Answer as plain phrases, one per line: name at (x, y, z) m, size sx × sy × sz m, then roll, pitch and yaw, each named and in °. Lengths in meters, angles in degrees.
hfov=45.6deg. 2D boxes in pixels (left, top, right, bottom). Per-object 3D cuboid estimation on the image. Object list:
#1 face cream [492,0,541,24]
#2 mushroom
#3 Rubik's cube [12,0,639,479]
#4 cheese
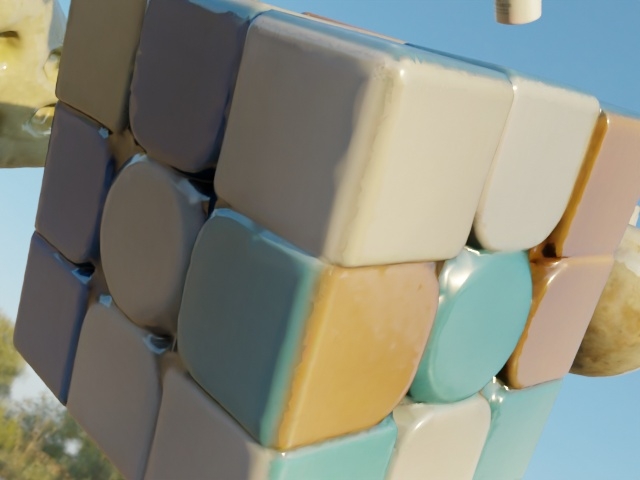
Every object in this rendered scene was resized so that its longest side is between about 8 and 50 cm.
face cream at (0.379, -0.604, 1.485) m, size 0.102 × 0.102 × 0.345 m, roll 13°, pitch -51°, yaw 36°
mushroom at (0.437, 0.062, 1.217) m, size 0.297 × 0.290 × 0.297 m, roll 23°, pitch -38°, yaw 20°
Rubik's cube at (0.000, 0.000, 0.619) m, size 0.344 × 0.346 × 0.347 m, roll 0°, pitch 21°, yaw -46°
cheese at (-0.389, -0.239, 1.022) m, size 0.129 × 0.351 × 0.328 m, roll 49°, pitch 25°, yaw 21°
